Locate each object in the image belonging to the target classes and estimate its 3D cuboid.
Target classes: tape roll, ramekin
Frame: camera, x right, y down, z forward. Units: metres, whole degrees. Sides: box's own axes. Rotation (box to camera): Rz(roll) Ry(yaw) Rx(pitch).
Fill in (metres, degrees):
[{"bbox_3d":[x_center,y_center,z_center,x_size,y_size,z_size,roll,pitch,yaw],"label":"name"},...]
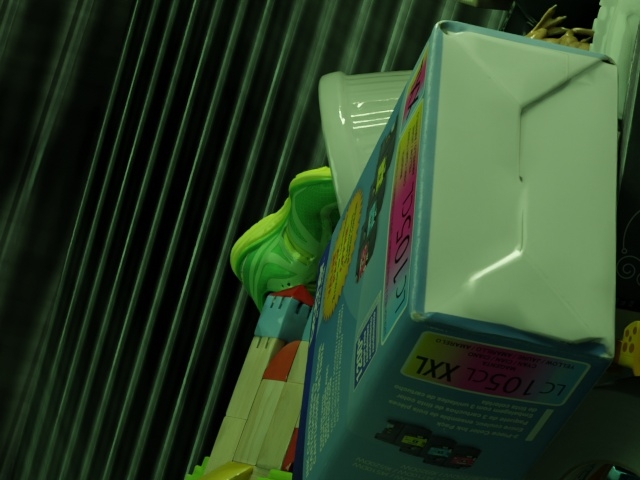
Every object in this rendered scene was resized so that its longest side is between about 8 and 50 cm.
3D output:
[{"bbox_3d":[0.233,0.212,1.424,0.219,0.072,0.219,7,100,43],"label":"tape roll"},{"bbox_3d":[0.090,-0.044,1.878,0.273,0.127,0.272,-14,-90,-84],"label":"ramekin"}]

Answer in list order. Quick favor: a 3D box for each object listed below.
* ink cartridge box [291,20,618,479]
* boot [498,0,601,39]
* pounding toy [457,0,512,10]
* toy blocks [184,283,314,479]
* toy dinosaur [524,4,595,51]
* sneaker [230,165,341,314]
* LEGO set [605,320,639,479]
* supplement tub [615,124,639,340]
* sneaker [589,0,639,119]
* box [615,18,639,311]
[{"bbox_3d":[0.086,0.067,1.457,0.395,0.151,0.270,113,167,-53],"label":"ink cartridge box"},{"bbox_3d":[0.218,-0.177,1.791,0.246,0.094,0.207,-151,77,-76],"label":"boot"},{"bbox_3d":[0.195,-0.338,1.940,0.094,0.181,0.206,23,104,27],"label":"pounding toy"},{"bbox_3d":[0.020,0.181,2.031,0.381,0.191,0.261,3,70,56],"label":"toy blocks"},{"bbox_3d":[0.181,-0.156,1.676,0.211,0.112,0.064,-15,103,40],"label":"toy dinosaur"},{"bbox_3d":[0.000,0.000,2.205,0.295,0.109,0.123,-47,60,52],"label":"sneaker"},{"bbox_3d":[0.260,0.118,1.531,0.093,0.087,0.227,-166,89,-70],"label":"LEGO set"},{"bbox_3d":[0.215,-0.011,1.637,0.199,0.144,0.144,-98,28,-42],"label":"supplement tub"},{"bbox_3d":[0.301,-0.202,1.560,0.095,0.090,0.235,25,90,51],"label":"sneaker"},{"bbox_3d":[0.287,-0.065,1.406,0.163,0.142,0.247,38,-118,-81],"label":"box"}]
